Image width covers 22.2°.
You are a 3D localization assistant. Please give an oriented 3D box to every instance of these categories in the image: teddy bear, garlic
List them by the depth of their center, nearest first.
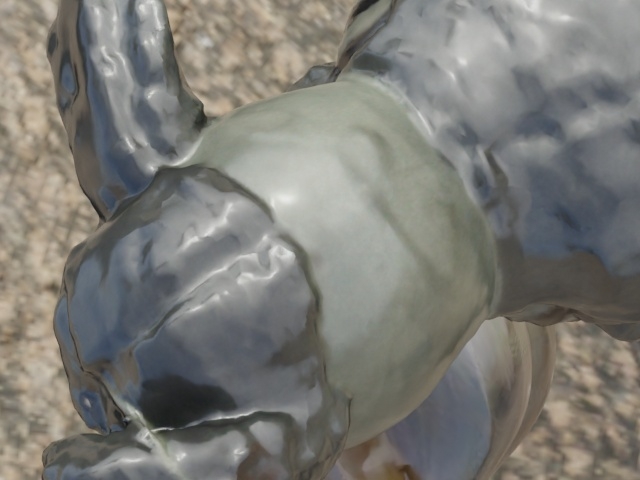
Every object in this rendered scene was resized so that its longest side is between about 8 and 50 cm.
[{"bbox_3d":[0.006,-0.016,0.489,0.251,0.144,0.171,-21,78,-16],"label":"teddy bear"},{"bbox_3d":[0.022,0.070,1.000,0.237,0.210,0.292,-17,89,11],"label":"garlic"}]
